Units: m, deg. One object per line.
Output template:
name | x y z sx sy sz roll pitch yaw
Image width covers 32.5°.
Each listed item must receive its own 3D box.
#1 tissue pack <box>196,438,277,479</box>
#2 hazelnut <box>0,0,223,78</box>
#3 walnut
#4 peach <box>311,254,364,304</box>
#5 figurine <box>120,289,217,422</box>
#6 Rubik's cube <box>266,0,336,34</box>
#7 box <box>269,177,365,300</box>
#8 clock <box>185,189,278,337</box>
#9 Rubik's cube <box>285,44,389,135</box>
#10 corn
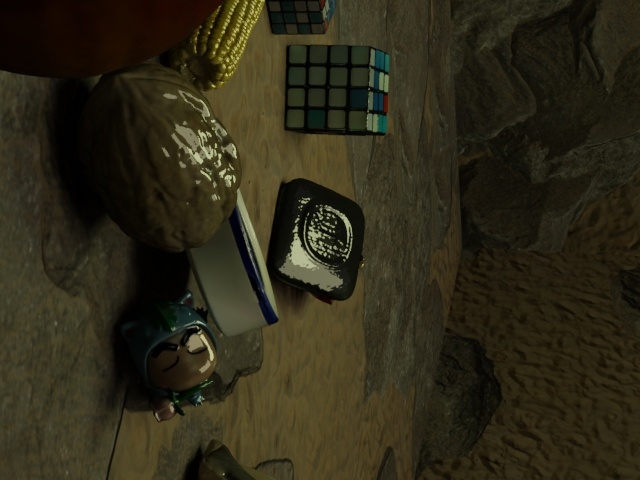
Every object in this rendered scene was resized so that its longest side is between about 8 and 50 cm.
tissue pack | -0.018 0.499 1.592 0.195 0.390 0.375 -36 141 -22
hazelnut | -0.207 -0.279 0.731 0.366 0.366 0.365 3 90 -76
walnut | -0.177 -0.097 1.187 0.230 0.178 0.178 68 28 -50
peach | 0.015 0.052 2.058 0.151 0.118 0.151 177 -90 -78
figurine | -0.171 0.158 1.333 0.178 0.114 0.144 92 -23 -49
Rubik's cube | -0.032 -0.402 1.815 0.092 0.092 0.092 78 21 -43
box | 0.000 0.000 1.948 0.213 0.042 0.201 24 62 -39
clock | -0.124 0.008 1.414 0.230 0.083 0.230 -20 90 -89
Rubik's cube | 0.031 -0.267 1.965 0.151 0.155 0.154 -11 103 -73
corn | -0.132 -0.294 1.454 0.244 0.093 0.093 -76 162 -44
